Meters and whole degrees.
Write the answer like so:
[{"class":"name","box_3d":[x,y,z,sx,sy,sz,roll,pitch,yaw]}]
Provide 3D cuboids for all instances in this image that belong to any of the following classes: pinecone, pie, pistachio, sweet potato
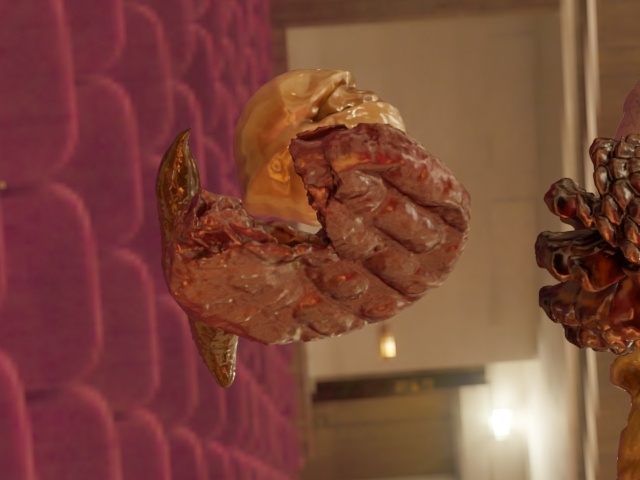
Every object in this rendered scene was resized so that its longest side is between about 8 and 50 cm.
[{"class":"pinecone","box_3d":[0.148,0.009,0.807,0.109,0.102,0.102,91,-5,-51]},{"class":"pie","box_3d":[0.000,0.000,1.216,0.204,0.218,0.054,53,18,-52]},{"class":"pistachio","box_3d":[0.004,-0.084,1.630,0.229,0.157,0.157,-22,110,-67]},{"class":"sweet potato","box_3d":[-0.103,0.020,1.480,0.067,0.067,0.274,-96,177,-49]}]

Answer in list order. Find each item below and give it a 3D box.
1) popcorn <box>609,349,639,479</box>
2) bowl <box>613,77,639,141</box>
[{"class":"popcorn","box_3d":[0.244,0.125,0.990,0.194,0.140,0.163,-49,-150,46]},{"class":"bowl","box_3d":[0.379,-0.027,1.602,0.144,0.287,0.287,-51,173,-10]}]
